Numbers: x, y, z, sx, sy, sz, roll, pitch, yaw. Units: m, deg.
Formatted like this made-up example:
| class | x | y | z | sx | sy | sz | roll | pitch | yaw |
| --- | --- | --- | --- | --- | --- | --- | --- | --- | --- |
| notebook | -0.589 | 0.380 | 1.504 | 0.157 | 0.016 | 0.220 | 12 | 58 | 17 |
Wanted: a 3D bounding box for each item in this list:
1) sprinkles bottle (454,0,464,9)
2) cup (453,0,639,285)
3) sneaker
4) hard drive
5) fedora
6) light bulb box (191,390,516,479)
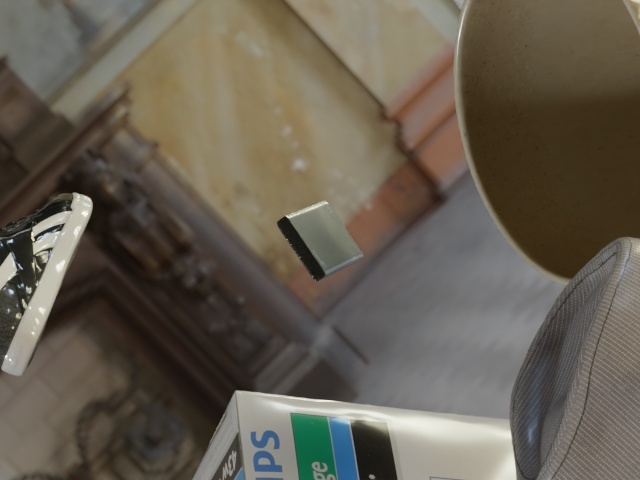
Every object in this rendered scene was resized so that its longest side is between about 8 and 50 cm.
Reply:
| class | x | y | z | sx | sy | sz | roll | pitch | yaw |
| --- | --- | --- | --- | --- | --- | --- | --- | --- | --- |
| sprinkles bottle | 0.303 | -0.231 | 2.294 | 0.121 | 0.355 | 0.121 | -30 | -5 | -3 |
| cup | 0.313 | -0.139 | 1.634 | 0.237 | 0.331 | 0.331 | -12 | -6 | -26 |
| sneaker | -0.254 | 0.007 | 1.334 | 0.217 | 0.121 | 0.079 | -81 | 16 | -59 |
| hard drive | 0.000 | 0.000 | 2.270 | 0.022 | 0.094 | 0.135 | -36 | -5 | 25 |
| fedora | 0.209 | 0.108 | 1.169 | 0.244 | 0.124 | 0.275 | 145 | 146 | -72 |
| light bulb box | 0.034 | 0.360 | 1.791 | 0.358 | 0.361 | 0.225 | 118 | 153 | -43 |
